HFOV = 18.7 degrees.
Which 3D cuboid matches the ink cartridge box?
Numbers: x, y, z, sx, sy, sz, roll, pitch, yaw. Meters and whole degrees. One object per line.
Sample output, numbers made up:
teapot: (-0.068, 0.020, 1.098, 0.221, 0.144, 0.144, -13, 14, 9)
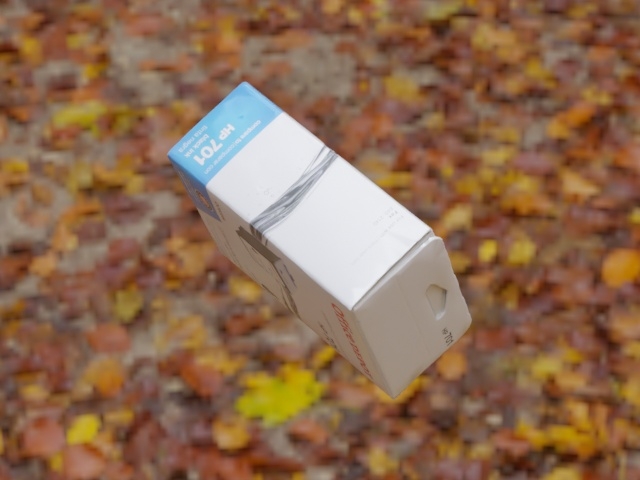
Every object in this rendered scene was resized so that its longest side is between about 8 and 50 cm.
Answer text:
ink cartridge box: (0.000, 0.000, 1.322, 0.082, 0.140, 0.190, -42, 58, -11)
